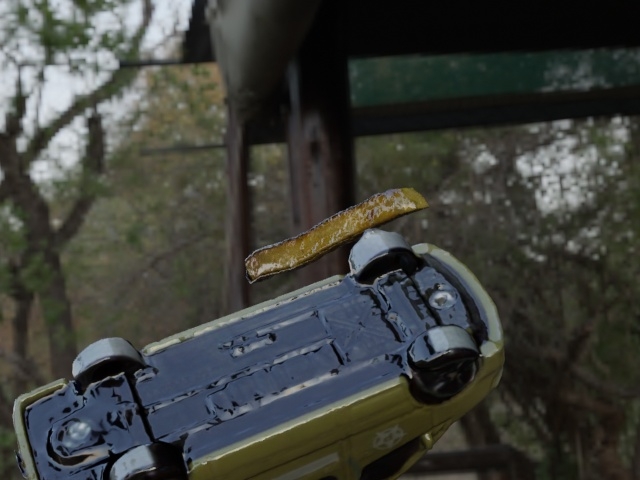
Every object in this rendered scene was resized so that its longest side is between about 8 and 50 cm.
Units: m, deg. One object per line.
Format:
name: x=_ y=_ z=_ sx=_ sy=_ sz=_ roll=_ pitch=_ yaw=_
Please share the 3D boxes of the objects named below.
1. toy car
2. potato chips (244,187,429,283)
toy car: x=-0.027 y=0.097 z=0.667 sx=0.256 sy=0.101 sz=0.124 roll=-20 pitch=-44 yaw=-11
potato chips: x=0.000 y=0.000 z=0.847 sx=0.037 sy=0.026 sz=0.204 roll=-16 pitch=-6 yaw=-36
